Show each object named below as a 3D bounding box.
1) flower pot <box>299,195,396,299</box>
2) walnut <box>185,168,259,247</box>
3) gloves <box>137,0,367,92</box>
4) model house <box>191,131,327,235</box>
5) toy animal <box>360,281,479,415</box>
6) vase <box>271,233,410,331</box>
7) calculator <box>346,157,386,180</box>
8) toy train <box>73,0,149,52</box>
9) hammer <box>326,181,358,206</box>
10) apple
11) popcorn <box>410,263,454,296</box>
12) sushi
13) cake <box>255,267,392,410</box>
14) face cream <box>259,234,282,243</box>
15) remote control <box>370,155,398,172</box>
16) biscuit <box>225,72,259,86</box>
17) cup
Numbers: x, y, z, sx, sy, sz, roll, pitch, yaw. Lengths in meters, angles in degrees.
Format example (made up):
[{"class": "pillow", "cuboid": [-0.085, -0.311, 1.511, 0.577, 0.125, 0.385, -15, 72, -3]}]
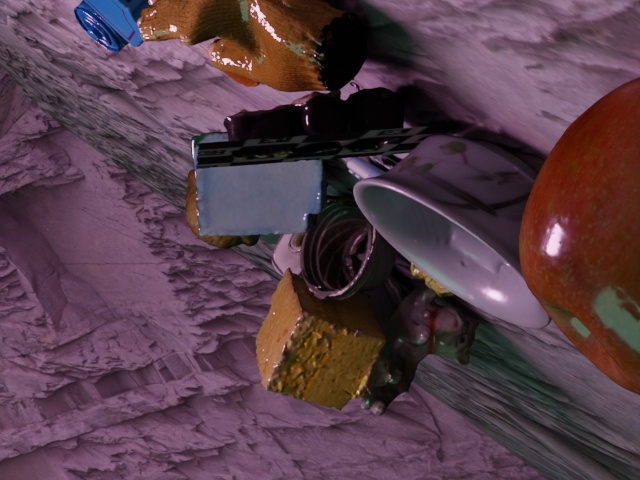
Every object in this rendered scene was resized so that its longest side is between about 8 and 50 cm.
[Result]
[{"class": "flower pot", "cuboid": [0.076, 0.028, 2.120, 0.140, 0.235, 0.235, 19, -177, -38]}, {"class": "walnut", "cuboid": [-0.248, -0.095, 2.528, 0.283, 0.227, 0.283, 49, 179, 2]}, {"class": "gloves", "cuboid": [-0.100, -0.315, 1.390, 0.356, 0.155, 0.203, 14, 168, 20]}, {"class": "model house", "cuboid": [-0.120, -0.141, 2.049, 0.280, 0.230, 0.249, 0, -164, 5]}, {"class": "toy animal", "cuboid": [0.234, 0.279, 2.245, 0.188, 0.308, 0.266, 26, 151, -26]}, {"class": "vase", "cuboid": [0.068, 0.134, 2.388, 0.250, 0.250, 0.445, 24, 159, 51]}, {"class": "calculator", "cuboid": [0.160, -0.067, 1.734, 0.302, 0.042, 0.188, 36, 180, 40]}, {"class": "toy train", "cuboid": [-0.356, -0.460, 1.569, 0.300, 0.188, 0.265, 43, 163, -13]}, {"class": "hammer", "cuboid": [0.045, -0.085, 2.070, 0.201, 0.078, 0.021, 14, 156, 51]}, {"class": "apple", "cuboid": [0.348, 0.005, 0.943, 0.319, 0.277, 0.319, 38, 170, 8]}, {"class": "popcorn", "cuboid": [0.241, 0.044, 1.814, 0.126, 0.125, 0.145, 47, -168, -5]}, {"class": "sushi", "cuboid": [-0.007, -0.188, 1.448, 0.373, 0.100, 0.296, -5, 178, -7]}, {"class": "cake", "cuboid": [0.022, 0.233, 2.182, 0.286, 0.222, 0.227, 19, -156, -19]}, {"class": "face cream", "cuboid": [-0.108, -0.037, 2.620, 0.073, 0.107, 0.269, 32, 170, -22]}, {"class": "remote control", "cuboid": [0.160, -0.111, 1.695, 0.166, 0.029, 0.065, 36, 179, 31]}, {"class": "biscuit", "cuboid": [-0.163, -0.335, 1.847, 0.102, 0.019, 0.130, 45, 166, -33]}, {"class": "cup", "cuboid": [0.233, -0.037, 1.415, 0.347, 0.163, 0.347, 36, 170, 7]}]
